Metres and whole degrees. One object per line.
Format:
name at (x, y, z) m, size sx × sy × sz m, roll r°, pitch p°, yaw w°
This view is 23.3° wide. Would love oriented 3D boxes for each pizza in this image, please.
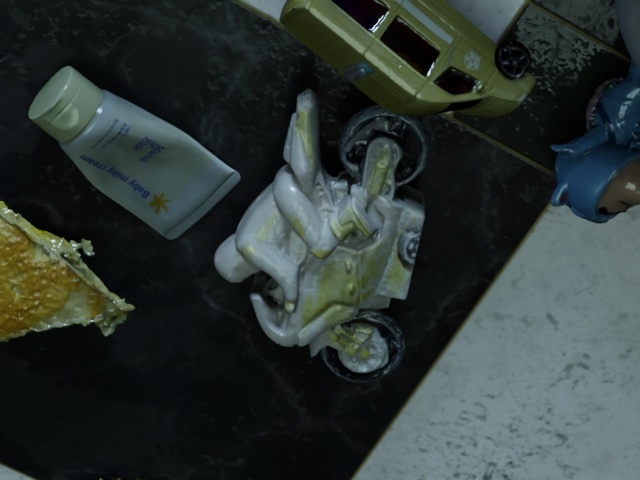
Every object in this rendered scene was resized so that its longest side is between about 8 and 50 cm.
pizza at (-0.348, 0.044, 1.710) m, size 0.288 × 0.075 × 0.280 m, roll 19°, pitch 119°, yaw -12°

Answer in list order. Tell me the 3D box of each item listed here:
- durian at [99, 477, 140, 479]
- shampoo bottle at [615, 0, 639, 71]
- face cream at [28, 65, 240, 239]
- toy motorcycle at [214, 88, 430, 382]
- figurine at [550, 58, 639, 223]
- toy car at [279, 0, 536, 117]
durian at (-0.213, 0.376, 1.844) m, size 0.182 × 0.132 × 0.165 m, roll 16°, pitch 105°, yaw 4°
shampoo bottle at (0.411, -0.244, 1.449) m, size 0.273 × 0.266 × 0.273 m, roll 1°, pitch 119°, yaw 1°
face cream at (-0.200, -0.092, 1.648) m, size 0.114 × 0.070 × 0.224 m, roll -41°, pitch 119°, yaw 19°
toy motorcycle at (0.000, 0.000, 1.666) m, size 0.223 × 0.108 × 0.340 m, roll 8°, pitch 118°, yaw -1°
figurine at (0.323, -0.095, 1.609) m, size 0.144 × 0.114 × 0.178 m, roll 23°, pitch 107°, yaw 20°
toy car at (0.087, -0.192, 1.542) m, size 0.257 × 0.101 × 0.124 m, roll 38°, pitch 74°, yaw -15°
